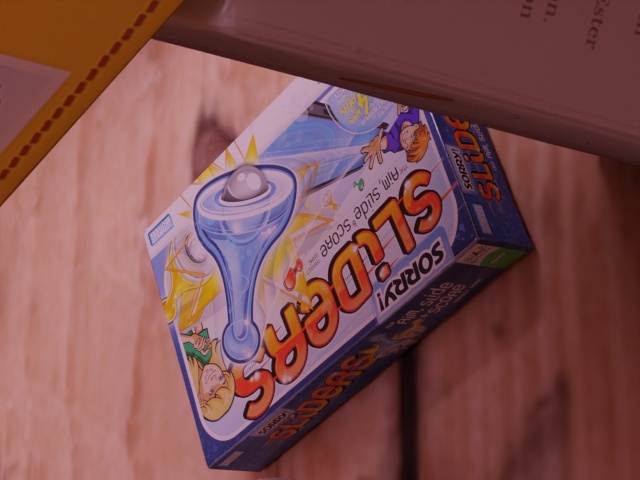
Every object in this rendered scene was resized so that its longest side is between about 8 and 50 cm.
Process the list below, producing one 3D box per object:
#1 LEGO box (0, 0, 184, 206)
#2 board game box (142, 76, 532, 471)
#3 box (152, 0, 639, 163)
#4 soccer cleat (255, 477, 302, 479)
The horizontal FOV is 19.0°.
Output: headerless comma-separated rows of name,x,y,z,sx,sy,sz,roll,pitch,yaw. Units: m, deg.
LEGO box,-0.151,-0.204,0.439,0.500,0.193,0.373,-42,52,36
board game box,0.000,0.000,0.881,0.201,0.035,0.136,-43,53,36
box,0.064,-0.119,0.587,0.215,0.345,0.168,17,95,49
soccer cleat,0.080,0.195,0.712,0.143,0.116,0.331,-45,53,15
